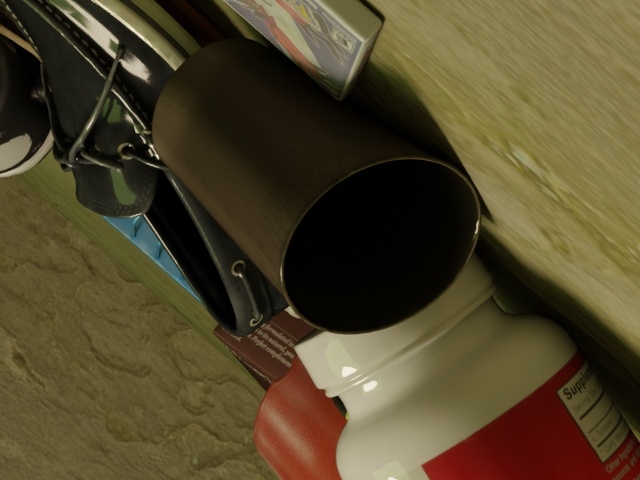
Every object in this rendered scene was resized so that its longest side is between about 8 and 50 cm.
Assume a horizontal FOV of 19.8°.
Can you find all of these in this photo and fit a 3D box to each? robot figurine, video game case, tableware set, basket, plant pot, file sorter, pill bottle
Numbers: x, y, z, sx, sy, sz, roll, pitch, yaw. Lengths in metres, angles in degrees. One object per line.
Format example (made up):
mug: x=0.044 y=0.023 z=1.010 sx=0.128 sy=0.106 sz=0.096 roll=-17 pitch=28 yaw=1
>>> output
robot figurine: x=-0.416 y=-0.167 z=2.197 sx=0.209 sy=0.173 sz=0.278 roll=34 pitch=-179 yaw=16
video game case: x=-0.047 y=-0.190 z=1.308 sx=0.201 sy=0.023 sz=0.183 roll=41 pitch=170 yaw=2
tableware set: x=-0.361 y=-0.260 z=2.185 sx=0.128 sy=0.039 sz=0.194 roll=34 pitch=-179 yaw=-31
basket: x=-0.017 y=-0.052 z=1.435 sx=0.204 sy=0.154 sz=0.227 roll=10 pitch=-156 yaw=-47
plant pot: x=0.081 y=0.249 z=2.073 sx=0.265 sy=0.272 sz=0.272 roll=42 pitch=172 yaw=34
file sorter: x=-0.158 y=-0.026 z=2.185 sx=0.170 sy=0.118 sz=0.104 roll=41 pitch=168 yaw=3
pill bottle: x=0.160 y=0.212 z=1.540 sx=0.407 sy=0.229 sz=0.229 roll=57 pitch=170 yaw=0

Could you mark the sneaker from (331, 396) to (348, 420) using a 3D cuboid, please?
sneaker: x=0.139 y=0.180 z=1.873 sx=0.147 sy=0.145 sz=0.385 roll=40 pitch=177 yaw=-32

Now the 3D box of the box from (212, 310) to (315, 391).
box: x=0.042 y=0.204 z=2.367 sx=0.191 sy=0.143 sz=0.381 roll=33 pitch=166 yaw=42

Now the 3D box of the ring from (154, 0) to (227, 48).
ring: x=-0.143 y=-0.174 z=1.729 sx=0.336 sy=0.032 sz=0.336 roll=40 pitch=171 yaw=8

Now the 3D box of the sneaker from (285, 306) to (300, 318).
sneaker: x=-0.041 y=0.054 z=2.151 sx=0.091 sy=0.094 sz=0.258 roll=39 pitch=173 yaw=-7

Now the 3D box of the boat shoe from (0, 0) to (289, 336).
boat shoe: x=-0.161 y=-0.098 z=1.596 sx=0.500 sy=0.156 sz=0.187 roll=49 pitch=169 yaw=-32
